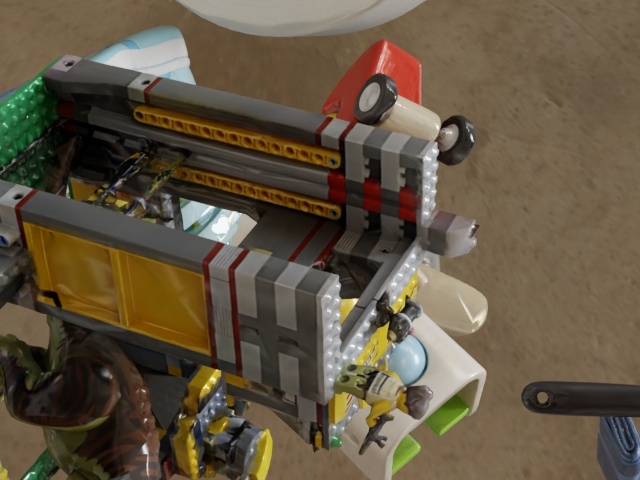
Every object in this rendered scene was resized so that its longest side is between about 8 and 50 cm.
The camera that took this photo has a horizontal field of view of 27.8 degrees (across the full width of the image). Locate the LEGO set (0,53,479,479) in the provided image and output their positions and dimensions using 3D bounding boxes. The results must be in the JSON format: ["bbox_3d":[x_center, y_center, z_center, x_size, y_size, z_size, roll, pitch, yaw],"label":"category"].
[{"bbox_3d":[-0.065,0.091,0.459,0.192,0.331,0.255,15,122,21],"label":"LEGO set"}]

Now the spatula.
[{"bbox_3d":[0.318,0.141,1.091,0.296,0.030,0.084,1,97,19],"label":"spatula"}]

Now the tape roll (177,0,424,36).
[{"bbox_3d":[-0.018,-0.354,1.005,0.392,0.072,0.392,7,103,33],"label":"tape roll"}]

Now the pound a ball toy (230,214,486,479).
[{"bbox_3d":[0.028,0.043,1.233,0.208,0.136,0.319,-36,64,-21],"label":"pound a ball toy"}]

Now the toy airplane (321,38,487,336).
[{"bbox_3d":[0.000,0.000,1.519,0.384,0.272,0.386,-28,107,-25],"label":"toy airplane"}]

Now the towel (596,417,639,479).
[{"bbox_3d":[0.302,0.213,1.300,0.029,0.067,0.119,-16,147,-2],"label":"towel"}]

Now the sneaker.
[{"bbox_3d":[-0.152,-0.044,1.013,0.127,0.319,0.208,-18,102,23],"label":"sneaker"}]
